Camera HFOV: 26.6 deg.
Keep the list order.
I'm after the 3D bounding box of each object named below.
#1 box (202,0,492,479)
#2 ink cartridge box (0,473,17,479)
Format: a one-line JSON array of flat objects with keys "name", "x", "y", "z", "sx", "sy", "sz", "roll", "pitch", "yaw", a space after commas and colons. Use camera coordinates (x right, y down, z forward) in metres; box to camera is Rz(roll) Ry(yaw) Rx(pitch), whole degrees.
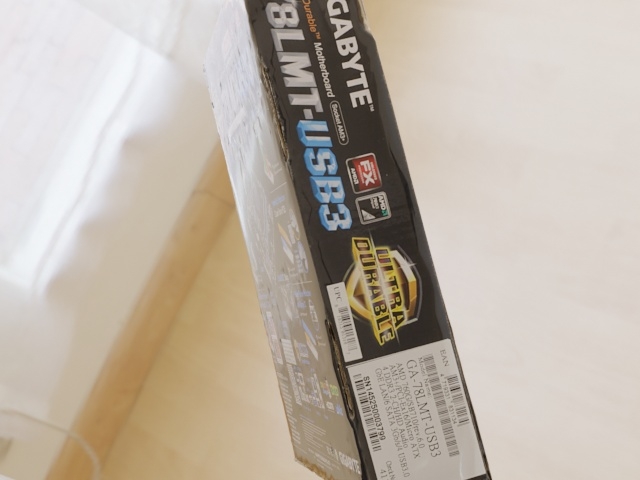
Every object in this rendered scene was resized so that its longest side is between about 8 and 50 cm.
[{"name": "box", "x": 0.000, "y": 0.000, "z": 0.824, "sx": 0.295, "sy": 0.073, "sz": 0.293, "roll": 159, "pitch": 99, "yaw": -80}, {"name": "ink cartridge box", "x": -0.189, "y": 0.331, "z": 0.930, "sx": 0.395, "sy": 0.166, "sz": 0.285, "roll": 12, "pitch": 79, "yaw": 35}]
